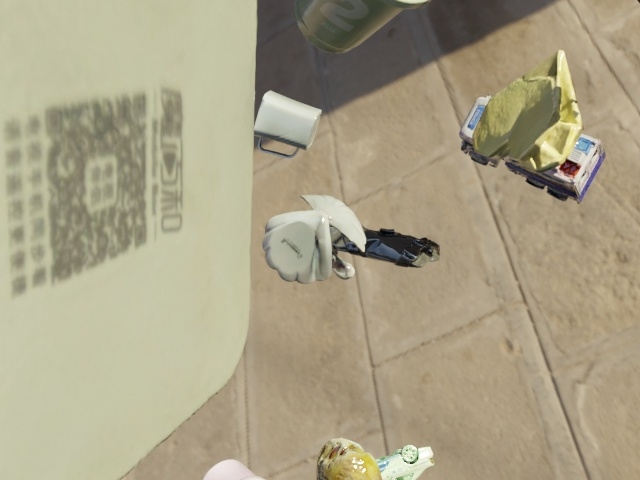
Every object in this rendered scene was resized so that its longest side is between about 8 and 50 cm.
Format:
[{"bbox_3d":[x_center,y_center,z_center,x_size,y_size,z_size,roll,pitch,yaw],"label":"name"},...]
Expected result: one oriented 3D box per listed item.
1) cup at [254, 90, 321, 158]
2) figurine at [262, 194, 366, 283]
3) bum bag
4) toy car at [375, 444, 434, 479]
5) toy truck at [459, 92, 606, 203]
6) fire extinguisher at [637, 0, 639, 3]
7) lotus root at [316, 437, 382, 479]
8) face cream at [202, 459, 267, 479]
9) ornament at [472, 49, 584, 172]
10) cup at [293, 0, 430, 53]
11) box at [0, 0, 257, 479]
[{"bbox_3d":[-0.078,-0.241,1.793,0.095,0.129,0.128,-60,-11,-72],"label":"cup"},{"bbox_3d":[0.000,0.000,0.804,0.094,0.086,0.082,43,108,16],"label":"figurine"},{"bbox_3d":[0.092,0.000,1.311,0.197,0.049,0.087,15,36,15],"label":"bum bag"},{"bbox_3d":[0.119,0.469,1.671,0.224,0.090,0.076,-15,74,-14],"label":"toy car"},{"bbox_3d":[0.399,-0.185,1.612,0.268,0.155,0.124,28,90,24],"label":"toy truck"},{"bbox_3d":[0.401,-0.342,0.917,0.118,0.294,0.093,28,72,5],"label":"fire extinguisher"},{"bbox_3d":[0.044,0.379,1.194,0.088,0.192,0.113,-10,10,-26],"label":"lotus root"},{"bbox_3d":[-0.069,0.423,1.224,0.274,0.154,0.096,23,72,46],"label":"face cream"},{"bbox_3d":[0.306,-0.193,1.206,0.180,0.059,0.201,-65,22,5],"label":"ornament"},{"bbox_3d":[0.038,-0.251,0.802,0.141,0.120,0.120,-30,34,54],"label":"cup"},{"bbox_3d":[-0.141,-0.037,0.428,0.090,0.367,0.373,9,17,18],"label":"box"}]
